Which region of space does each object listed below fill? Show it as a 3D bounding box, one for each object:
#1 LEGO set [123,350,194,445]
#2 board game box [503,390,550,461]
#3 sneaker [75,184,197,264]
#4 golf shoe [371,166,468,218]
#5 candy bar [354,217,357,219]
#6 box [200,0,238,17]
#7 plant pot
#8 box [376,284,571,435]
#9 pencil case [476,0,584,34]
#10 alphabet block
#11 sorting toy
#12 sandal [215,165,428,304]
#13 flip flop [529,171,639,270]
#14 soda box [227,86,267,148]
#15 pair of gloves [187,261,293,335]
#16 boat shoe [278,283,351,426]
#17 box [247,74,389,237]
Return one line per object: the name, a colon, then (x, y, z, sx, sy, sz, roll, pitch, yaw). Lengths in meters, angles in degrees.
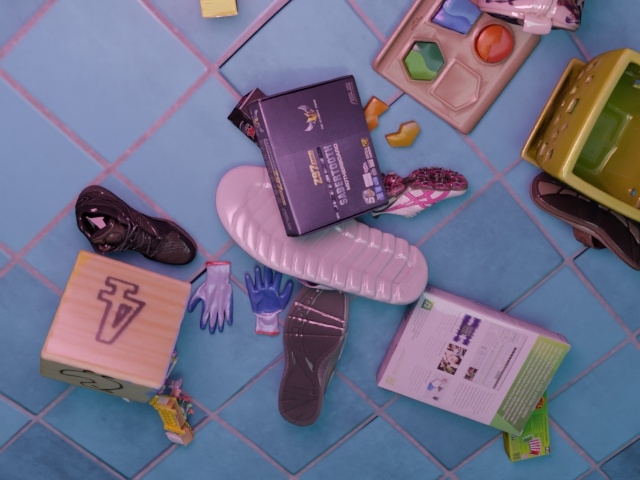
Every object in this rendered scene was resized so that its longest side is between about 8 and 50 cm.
LEGO set: (-0.315, 0.285, 1.387, 0.132, 0.107, 0.287, -18, 125, 40)
board game box: (0.445, 0.392, 1.536, 0.092, 0.043, 0.181, -12, 114, -2)
sneaker: (-0.322, -0.003, 1.224, 0.227, 0.130, 0.087, 32, 108, -21)
golf shoe: (0.176, -0.084, 1.289, 0.186, 0.067, 0.086, -5, 130, 3)
candy bar: (0.050, -0.110, 1.283, 0.040, 0.018, 0.161, -3, 113, -6)
box: (-0.167, -0.463, 1.066, 0.058, 0.087, 0.232, -6, 113, -5)
plant pot: (0.490, -0.177, 1.193, 0.228, 0.207, 0.227, 24, 99, -17)
box: (0.303, 0.243, 1.422, 0.322, 0.058, 0.232, 21, 110, -4)
pencil case: (0.374, -0.508, 1.044, 0.160, 0.183, 0.410, 19, 106, 2)
alphabet block: (-0.355, 0.155, 1.219, 0.197, 0.193, 0.192, 19, 153, -14)
sorting toy: (0.208, -0.283, 1.214, 0.229, 0.041, 0.307, 31, 106, -18)
sandal: (-0.007, 0.013, 1.276, 0.416, 0.102, 0.169, 28, 69, -6)
flip flop: (0.510, -0.035, 1.337, 0.277, 0.080, 0.112, 28, 63, -5)
soda box: (-0.074, -0.179, 1.206, 0.169, 0.053, 0.060, 41, 62, -20)
pair of gloves: (-0.154, 0.113, 1.353, 0.198, 0.023, 0.159, 2, 113, -9)
boat shoe: (-0.010, 0.205, 1.379, 0.118, 0.103, 0.320, 12, 107, 9)
box: (-0.001, -0.141, 1.174, 0.183, 0.059, 0.232, -20, 99, -24)
